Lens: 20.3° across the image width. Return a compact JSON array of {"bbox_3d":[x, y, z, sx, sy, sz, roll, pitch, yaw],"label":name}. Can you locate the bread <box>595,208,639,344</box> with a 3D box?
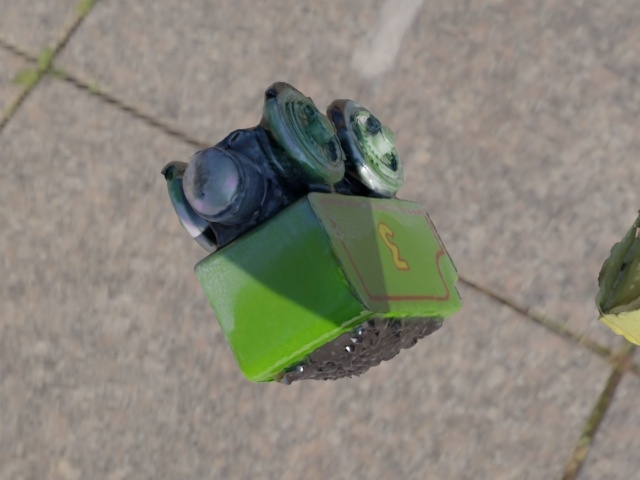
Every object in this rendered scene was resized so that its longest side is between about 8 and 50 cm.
[{"bbox_3d":[0.322,0.049,1.086,0.264,0.163,0.167,42,64,-16],"label":"bread"}]

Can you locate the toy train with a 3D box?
[{"bbox_3d":[0.000,0.000,1.649,0.173,0.307,0.249,-33,75,21],"label":"toy train"}]
